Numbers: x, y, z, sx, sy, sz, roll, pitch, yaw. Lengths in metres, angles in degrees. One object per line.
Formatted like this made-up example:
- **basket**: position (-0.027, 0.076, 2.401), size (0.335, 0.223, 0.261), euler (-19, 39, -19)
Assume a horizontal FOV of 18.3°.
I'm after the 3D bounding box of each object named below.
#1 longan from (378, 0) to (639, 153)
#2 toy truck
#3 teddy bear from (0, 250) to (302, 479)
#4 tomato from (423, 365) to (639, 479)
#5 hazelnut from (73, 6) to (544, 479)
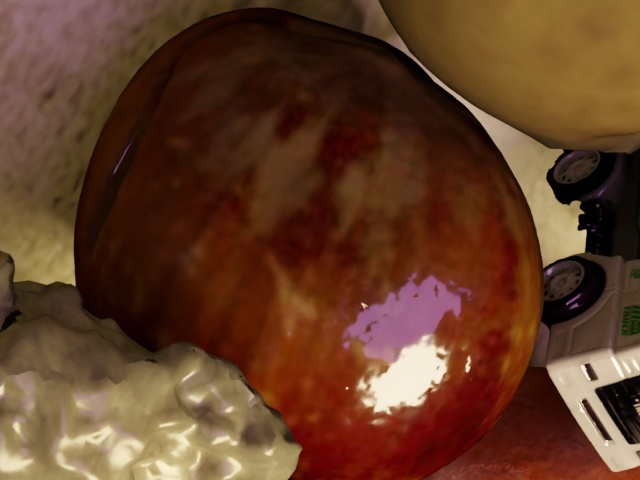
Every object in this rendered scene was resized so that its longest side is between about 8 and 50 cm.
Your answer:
- **longan**: position (0.164, -0.190, 0.874), size (0.318, 0.319, 0.319), euler (-9, 116, -18)
- **toy truck**: position (0.187, -0.001, 1.018), size (0.125, 0.242, 0.101), euler (-15, 127, 27)
- **teddy bear**: position (-0.155, 0.149, 0.885), size (0.357, 0.225, 0.368), euler (7, 146, 9)
- **tomato**: position (0.107, 0.175, 1.072), size (0.184, 0.208, 0.208), euler (-25, 120, -12)
- **hazelnut**: position (0.000, 0.000, 0.949), size (0.233, 0.218, 0.218), euler (27, 104, 11)
